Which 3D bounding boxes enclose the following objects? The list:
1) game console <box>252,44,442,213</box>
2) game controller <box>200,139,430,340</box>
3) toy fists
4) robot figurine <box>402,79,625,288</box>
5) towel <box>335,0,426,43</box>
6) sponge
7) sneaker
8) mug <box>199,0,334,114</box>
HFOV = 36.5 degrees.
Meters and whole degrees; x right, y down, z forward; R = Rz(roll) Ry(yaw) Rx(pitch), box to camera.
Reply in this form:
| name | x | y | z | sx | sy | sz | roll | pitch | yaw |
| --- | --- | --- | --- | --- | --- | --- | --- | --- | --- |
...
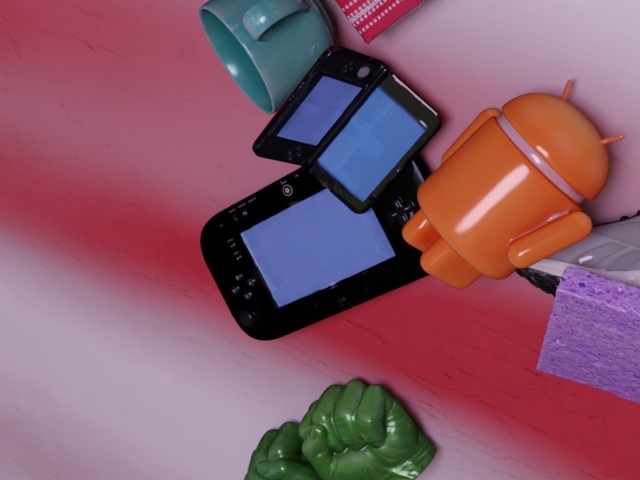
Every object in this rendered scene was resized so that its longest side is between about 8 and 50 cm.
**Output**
| name | x | y | z | sx | sy | sz | roll | pitch | yaw |
| --- | --- | --- | --- | --- | --- | --- | --- | --- | --- |
| game console | 0.026 | -0.107 | 0.974 | 0.144 | 0.124 | 0.085 | -49 | 57 | 26 |
| game controller | 0.000 | 0.000 | 1.098 | 0.319 | 0.067 | 0.166 | -26 | 101 | 33 |
| toy fists | 0.007 | 0.276 | 1.215 | 0.142 | 0.096 | 0.279 | 48 | 127 | -1 |
| robot figurine | 0.183 | -0.049 | 0.927 | 0.128 | 0.158 | 0.219 | 43 | 107 | -8 |
| towel | 0.032 | -0.338 | 0.869 | 0.199 | 0.031 | 0.275 | -30 | 100 | 37 |
| sponge | 0.282 | 0.099 | 0.958 | 0.117 | 0.031 | 0.210 | 19 | 156 | 16 |
| sneaker | 0.306 | 0.015 | 0.945 | 0.271 | 0.100 | 0.108 | 4 | 72 | 37 |
| mug | -0.041 | -0.203 | 0.969 | 0.158 | 0.097 | 0.129 | 37 | 160 | 56 |
